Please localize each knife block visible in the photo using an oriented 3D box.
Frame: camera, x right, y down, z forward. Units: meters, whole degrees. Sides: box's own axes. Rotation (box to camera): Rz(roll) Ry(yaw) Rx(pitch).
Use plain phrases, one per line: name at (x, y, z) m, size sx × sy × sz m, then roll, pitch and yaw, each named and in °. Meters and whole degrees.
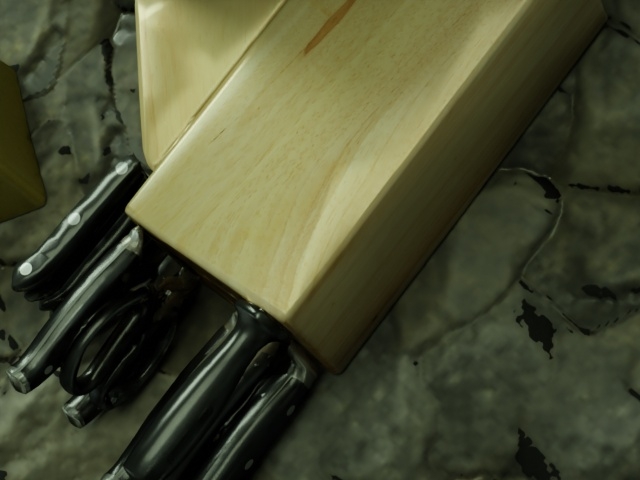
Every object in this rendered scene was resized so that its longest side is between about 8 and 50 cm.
knife block at (0.000, 0.000, 0.851) m, size 0.276 × 0.088 × 0.242 m, roll -11°, pitch 69°, yaw 12°

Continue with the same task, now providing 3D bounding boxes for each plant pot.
plant pot at (-0.191, -0.052, 0.928) m, size 0.081 × 0.083 × 0.081 m, roll -21°, pitch 67°, yaw 8°
